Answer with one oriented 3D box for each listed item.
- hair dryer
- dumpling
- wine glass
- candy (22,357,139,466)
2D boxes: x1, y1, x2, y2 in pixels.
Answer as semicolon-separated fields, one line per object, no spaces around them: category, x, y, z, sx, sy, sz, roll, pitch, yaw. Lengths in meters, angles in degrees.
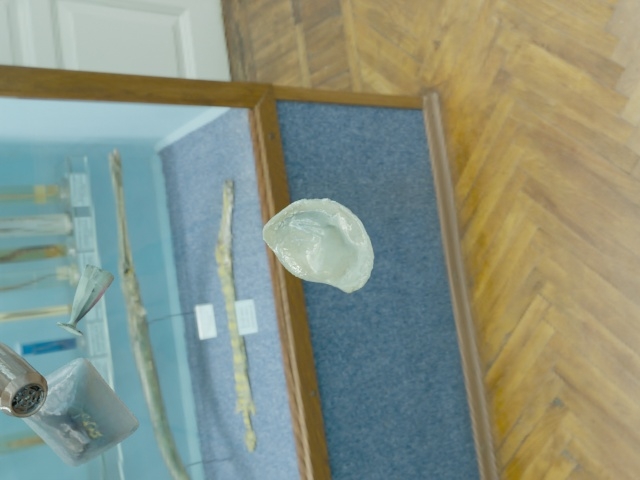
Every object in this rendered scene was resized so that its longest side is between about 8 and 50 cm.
hair dryer;-0.436;0.183;0.882;0.117;0.181;0.064;23;113;39
dumpling;-0.004;-0.002;1.451;0.216;0.126;0.166;33;99;38
wine glass;-0.544;0.139;1.698;0.073;0.073;0.155;-8;55;52
candy;-0.393;0.283;1.187;0.174;0.138;0.071;62;175;-31
